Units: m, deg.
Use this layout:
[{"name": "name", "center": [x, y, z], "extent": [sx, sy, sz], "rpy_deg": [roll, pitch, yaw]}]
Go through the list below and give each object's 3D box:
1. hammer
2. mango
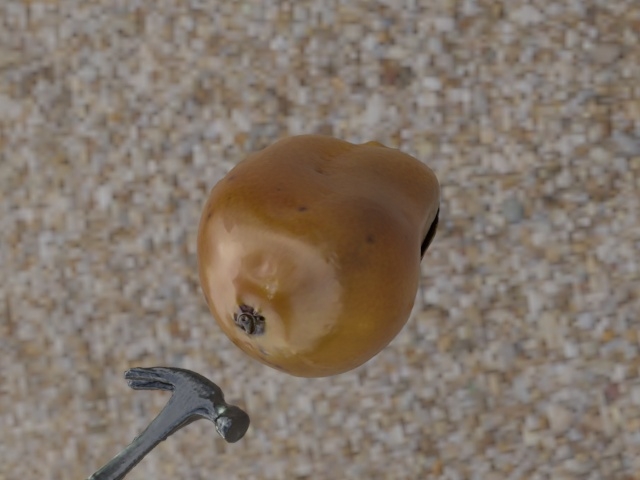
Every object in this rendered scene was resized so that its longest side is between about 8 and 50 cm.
[{"name": "hammer", "center": [-0.134, 0.142, 1.002], "extent": [0.078, 0.201, 0.021], "rpy_deg": [36, 158, 34]}, {"name": "mango", "center": [-0.002, 0.004, 0.832], "extent": [0.105, 0.159, 0.084], "rpy_deg": [23, 113, 7]}]
